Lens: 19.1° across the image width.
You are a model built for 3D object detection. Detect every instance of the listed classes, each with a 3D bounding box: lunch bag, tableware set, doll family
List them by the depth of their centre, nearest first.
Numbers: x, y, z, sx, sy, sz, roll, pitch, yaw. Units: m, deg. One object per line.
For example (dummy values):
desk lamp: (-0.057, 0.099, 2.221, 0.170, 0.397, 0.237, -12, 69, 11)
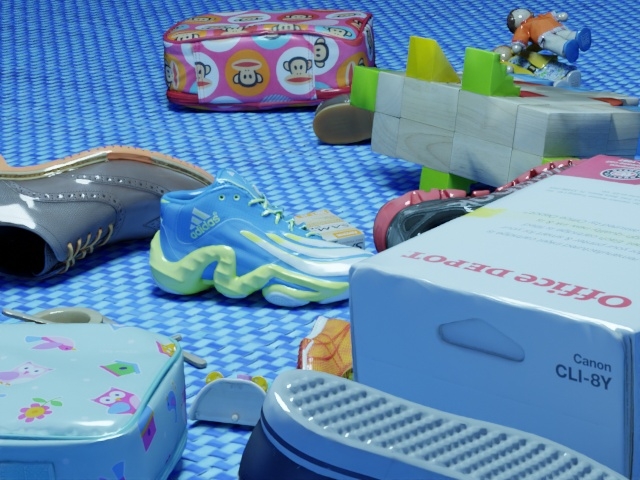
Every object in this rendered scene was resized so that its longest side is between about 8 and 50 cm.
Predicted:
lunch bag: (-0.255, 0.151, 1.495, 0.279, 0.108, 0.224, 0, 22, 10)
tableware set: (-0.212, 0.091, 1.774, 0.128, 0.039, 0.194, -17, 23, -36)
doll family: (0.236, -0.210, 2.544, 0.263, 0.118, 0.163, -32, 36, -23)
lunch bag: (-0.068, -0.268, 2.702, 0.293, 0.120, 0.258, 0, 18, 9)

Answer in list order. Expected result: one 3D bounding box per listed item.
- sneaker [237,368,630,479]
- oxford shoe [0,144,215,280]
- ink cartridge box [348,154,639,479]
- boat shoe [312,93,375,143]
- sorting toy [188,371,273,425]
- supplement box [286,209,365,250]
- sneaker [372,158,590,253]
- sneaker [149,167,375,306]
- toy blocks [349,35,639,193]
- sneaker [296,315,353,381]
sneaker: (0.094, 0.197, 1.315, 0.321, 0.127, 0.126, 20, 23, -8)
oxford shoe: (-0.270, -0.013, 2.031, 0.363, 0.130, 0.133, -4, 50, -24)
ink cartridge box: (0.245, 0.062, 1.605, 0.279, 0.160, 0.384, 13, 24, 40)
boat shoe: (0.094, -0.164, 2.441, 0.207, 0.073, 0.073, 2, 21, 12)
sorting toy: (-0.060, 0.135, 1.639, 0.083, 0.045, 0.075, 4, 1, 20)
supplement box: (0.000, 0.000, 2.021, 0.062, 0.036, 0.098, -11, 21, -23)
sneaker: (0.194, -0.010, 1.912, 0.276, 0.098, 0.135, -11, 21, -1)
sneaker: (-0.059, -0.006, 1.905, 0.240, 0.126, 0.091, 0, 19, 9)
toy blocks: (0.251, -0.125, 2.193, 0.261, 0.191, 0.381, -2, 14, -37)
sneaker: (0.014, 0.109, 1.657, 0.067, 0.064, 0.175, 11, 23, 8)
